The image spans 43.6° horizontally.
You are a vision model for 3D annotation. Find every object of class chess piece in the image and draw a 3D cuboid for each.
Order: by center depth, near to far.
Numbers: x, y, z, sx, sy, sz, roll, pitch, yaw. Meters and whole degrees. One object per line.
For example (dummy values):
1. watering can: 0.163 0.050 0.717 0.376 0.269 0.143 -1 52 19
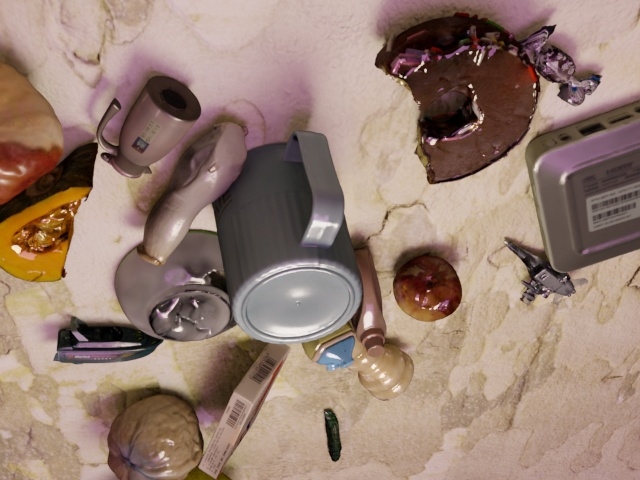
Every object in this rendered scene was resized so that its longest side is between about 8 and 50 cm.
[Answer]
1. chess piece: 0.112 0.291 2.018 0.143 0.142 0.261 -33 130 20

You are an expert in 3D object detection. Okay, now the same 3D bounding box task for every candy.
1. candy: 0.450 -0.331 1.503 0.226 0.051 0.094 26 114 -37

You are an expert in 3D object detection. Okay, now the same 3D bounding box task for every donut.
1. donut: 0.262 -0.273 1.455 0.259 0.136 0.345 -24 137 9

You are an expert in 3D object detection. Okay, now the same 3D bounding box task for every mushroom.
1. mushroom: -0.254 -0.086 1.537 0.097 0.109 0.351 9 133 -43

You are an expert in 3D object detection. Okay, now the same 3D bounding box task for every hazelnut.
1. hazelnut: -0.556 -0.171 1.279 0.261 0.241 0.261 3 116 7

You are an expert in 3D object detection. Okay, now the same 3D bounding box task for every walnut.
1. walnut: -0.418 0.517 2.047 0.248 0.248 0.248 -7 137 -7

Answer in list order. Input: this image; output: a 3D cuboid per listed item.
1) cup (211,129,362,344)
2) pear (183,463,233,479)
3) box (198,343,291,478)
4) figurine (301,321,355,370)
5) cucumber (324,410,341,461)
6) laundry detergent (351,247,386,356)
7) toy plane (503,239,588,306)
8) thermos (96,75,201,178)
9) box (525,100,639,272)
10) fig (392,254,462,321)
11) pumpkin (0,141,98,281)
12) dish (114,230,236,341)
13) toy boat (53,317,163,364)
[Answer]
1. cup: -0.041 -0.008 1.523 0.331 0.311 0.257 -38 133 24
2. pear: -0.400 0.806 2.289 0.414 0.352 0.352 -5 137 -13
3. box: -0.194 0.425 2.022 0.069 0.214 0.353 32 130 5
4. figurine: -0.018 0.184 1.779 0.154 0.262 0.180 -32 162 -2
5. cucumber: 0.037 0.574 2.359 0.044 0.043 0.256 -14 137 -7
6. laundry detergent: 0.097 0.126 1.756 0.076 0.237 0.171 -7 136 -6
7. toy plane: 0.528 0.073 1.918 0.262 0.088 0.192 28 119 -35
8. thermos: -0.319 -0.196 1.415 0.137 0.105 0.193 24 131 -29
9. box: 0.646 -0.116 1.724 0.367 0.090 0.373 -20 131 6
10. fig: 0.235 0.137 1.878 0.160 0.143 0.230 28 138 2
11. pumpkin: -0.493 -0.040 1.504 0.281 0.139 0.190 -21 133 12
12. dish: -0.285 0.133 1.750 0.324 0.124 0.324 -7 137 -7
13. toy boat: -0.483 0.231 1.829 0.246 0.093 0.103 1 114 -16
